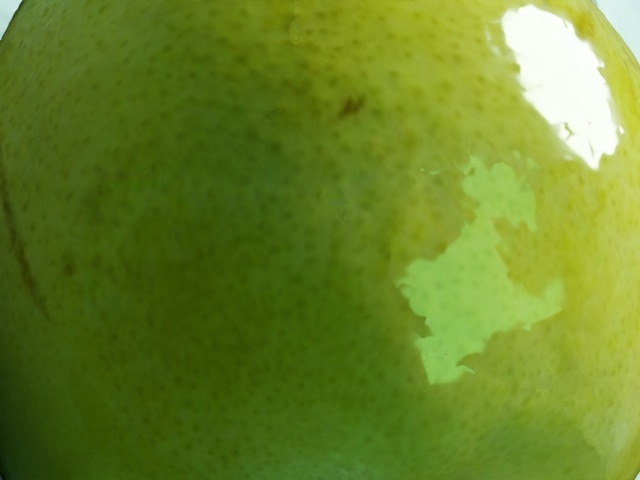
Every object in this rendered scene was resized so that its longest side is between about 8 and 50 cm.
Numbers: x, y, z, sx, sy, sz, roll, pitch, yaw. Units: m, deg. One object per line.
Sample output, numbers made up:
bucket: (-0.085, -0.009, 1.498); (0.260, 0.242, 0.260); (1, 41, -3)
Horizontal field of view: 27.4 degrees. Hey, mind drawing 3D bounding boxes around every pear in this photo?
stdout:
pear: (0.000, 0.000, 0.540); (0.314, 0.314, 0.314); (14, 73, -54)
